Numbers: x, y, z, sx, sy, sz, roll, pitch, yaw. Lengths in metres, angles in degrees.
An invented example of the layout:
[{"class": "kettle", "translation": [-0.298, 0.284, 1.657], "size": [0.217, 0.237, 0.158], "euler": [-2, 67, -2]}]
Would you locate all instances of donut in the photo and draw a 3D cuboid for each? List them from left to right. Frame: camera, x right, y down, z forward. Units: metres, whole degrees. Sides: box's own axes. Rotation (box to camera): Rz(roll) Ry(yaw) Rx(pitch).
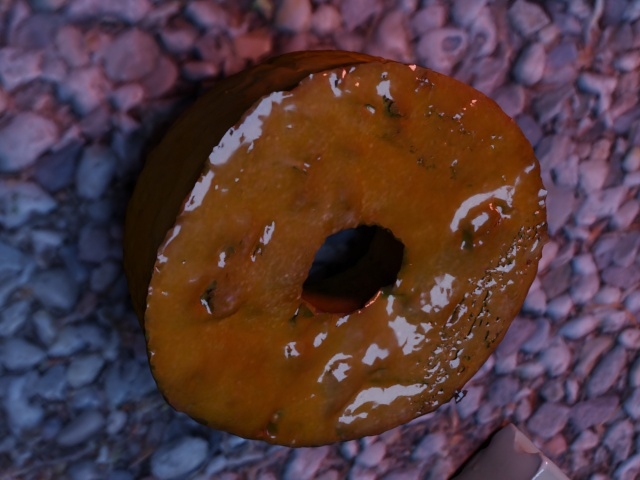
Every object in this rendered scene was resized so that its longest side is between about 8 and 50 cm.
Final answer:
[{"class": "donut", "translation": [0.002, 0.001, 0.878], "size": [0.277, 0.108, 0.278], "euler": [-14, 121, -24]}]

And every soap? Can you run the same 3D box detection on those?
[{"class": "soap", "translation": [0.172, 0.248, 1.133], "size": [0.119, 0.066, 0.198], "euler": [-45, 128, 0]}]
